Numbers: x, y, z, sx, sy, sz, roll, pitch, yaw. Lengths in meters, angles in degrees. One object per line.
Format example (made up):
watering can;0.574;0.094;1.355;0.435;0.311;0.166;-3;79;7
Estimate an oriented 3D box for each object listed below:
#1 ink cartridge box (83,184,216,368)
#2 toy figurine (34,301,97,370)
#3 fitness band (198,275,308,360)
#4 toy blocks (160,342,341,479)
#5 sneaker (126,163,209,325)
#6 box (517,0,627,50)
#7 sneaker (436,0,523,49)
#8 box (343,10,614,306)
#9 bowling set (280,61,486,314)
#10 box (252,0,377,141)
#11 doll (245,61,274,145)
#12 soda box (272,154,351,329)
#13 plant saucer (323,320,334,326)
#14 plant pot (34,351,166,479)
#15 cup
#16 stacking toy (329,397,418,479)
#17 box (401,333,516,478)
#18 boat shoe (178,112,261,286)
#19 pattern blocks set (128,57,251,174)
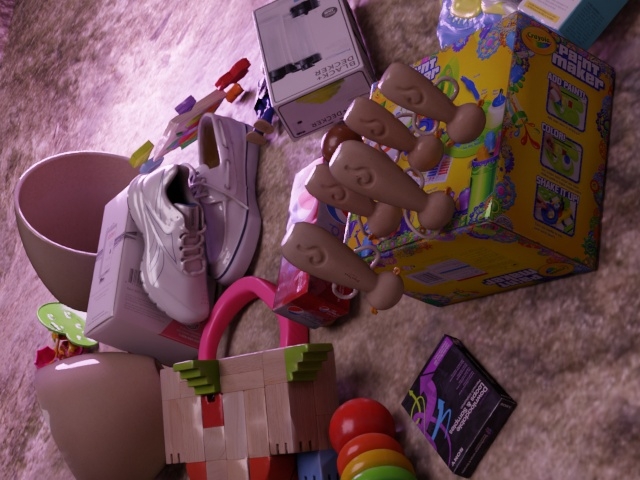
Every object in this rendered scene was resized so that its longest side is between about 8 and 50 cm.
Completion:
ink cartridge box;-0.302;0.065;2.157;0.117;0.207;0.283;-31;45;44
toy figurine;-0.573;0.249;2.605;0.173;0.130;0.159;38;119;35
fitness band;-0.116;0.174;1.938;0.209;0.054;0.291;-63;31;6
toy blocks;-0.101;0.301;1.703;0.381;0.191;0.261;-15;76;44
sneaker;-0.254;0.003;2.054;0.129;0.111;0.297;-29;75;43
box;0.364;-0.357;1.463;0.244;0.060;0.100;-51;35;7
sneaker;0.241;-0.297;1.669;0.240;0.091;0.126;-132;50;-57
box;0.195;-0.091;1.487;0.290;0.177;0.279;-19;55;54
bowling set;0.082;-0.083;1.381;0.287;0.154;0.200;-57;12;20
box;-0.009;-0.315;1.991;0.169;0.087;0.290;-22;44;10
doll;-0.100;-0.274;2.221;0.129;0.046;0.189;-48;27;46
soda box;0.000;0.000;1.816;0.092;0.083;0.263;-31;41;44
plant saucer;0.015;0.095;1.817;0.083;0.013;0.083;-36;42;41
plant pot;-0.345;0.307;2.052;0.191;0.284;0.284;-28;35;-3
cup;-0.462;0.009;2.402;0.331;0.331;0.237;-106;23;-48
stacking toy;0.080;0.322;1.467;0.141;0.141;0.330;-54;25;22
box;0.170;0.206;1.475;0.116;0.029;0.162;-60;32;12
boat shoe;-0.201;-0.093;2.149;0.136;0.156;0.367;-36;42;43
pattern blocks set;-0.257;-0.229;2.305;0.285;0.026;0.325;-38;-2;-17
